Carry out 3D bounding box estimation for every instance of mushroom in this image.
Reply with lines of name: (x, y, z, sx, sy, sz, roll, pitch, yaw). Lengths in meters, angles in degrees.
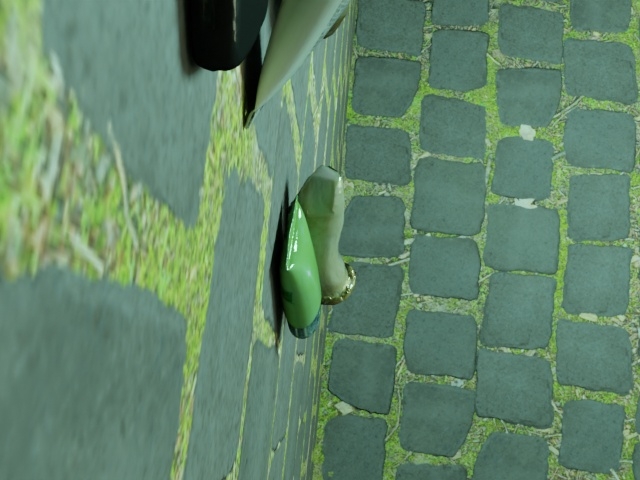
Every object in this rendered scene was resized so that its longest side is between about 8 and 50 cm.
mushroom: (0.000, 0.000, 0.857, 0.071, 0.084, 0.209, -46, 152, -30)

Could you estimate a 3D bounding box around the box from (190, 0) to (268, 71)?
box: (-0.043, -0.156, 0.357, 0.126, 0.027, 0.125, -82, 178, -60)

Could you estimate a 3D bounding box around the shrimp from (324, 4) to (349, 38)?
shrimp: (0.025, -0.392, 0.581, 0.221, 0.110, 0.445, -94, -170, -71)

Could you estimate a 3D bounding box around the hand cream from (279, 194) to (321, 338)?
hand cream: (-0.025, 0.042, 0.802, 0.175, 0.046, 0.095, 81, 14, -50)

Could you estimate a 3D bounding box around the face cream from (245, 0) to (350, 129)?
face cream: (0.011, -0.189, 0.478, 0.243, 0.058, 0.092, -58, -173, 27)
